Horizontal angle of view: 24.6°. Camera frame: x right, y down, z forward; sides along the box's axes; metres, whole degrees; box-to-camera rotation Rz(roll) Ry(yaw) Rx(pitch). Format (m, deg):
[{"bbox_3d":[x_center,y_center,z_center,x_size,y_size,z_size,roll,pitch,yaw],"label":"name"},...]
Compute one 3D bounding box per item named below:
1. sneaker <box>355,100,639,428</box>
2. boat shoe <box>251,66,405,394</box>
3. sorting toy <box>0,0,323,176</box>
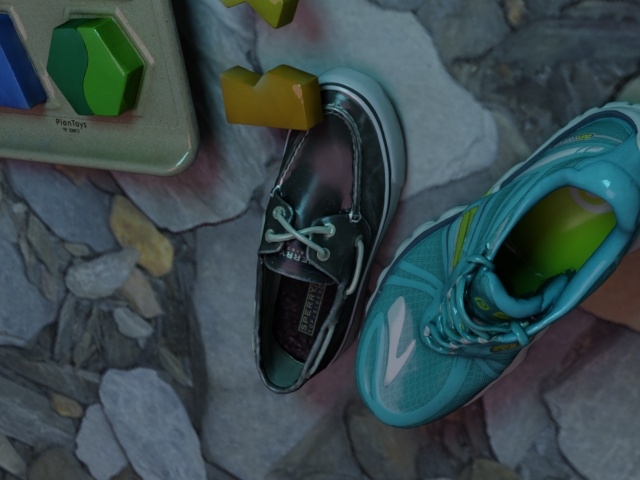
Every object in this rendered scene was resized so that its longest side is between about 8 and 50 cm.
[{"bbox_3d":[0.101,0.023,0.866,0.107,0.110,0.275,42,126,3],"label":"sneaker"},{"bbox_3d":[0.000,0.000,0.929,0.078,0.070,0.219,18,120,18],"label":"boat shoe"},{"bbox_3d":[-0.145,-0.150,0.922,0.307,0.041,0.229,8,117,33],"label":"sorting toy"}]
